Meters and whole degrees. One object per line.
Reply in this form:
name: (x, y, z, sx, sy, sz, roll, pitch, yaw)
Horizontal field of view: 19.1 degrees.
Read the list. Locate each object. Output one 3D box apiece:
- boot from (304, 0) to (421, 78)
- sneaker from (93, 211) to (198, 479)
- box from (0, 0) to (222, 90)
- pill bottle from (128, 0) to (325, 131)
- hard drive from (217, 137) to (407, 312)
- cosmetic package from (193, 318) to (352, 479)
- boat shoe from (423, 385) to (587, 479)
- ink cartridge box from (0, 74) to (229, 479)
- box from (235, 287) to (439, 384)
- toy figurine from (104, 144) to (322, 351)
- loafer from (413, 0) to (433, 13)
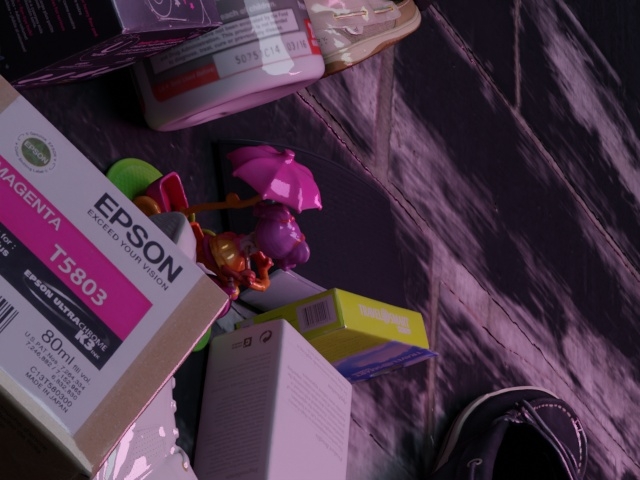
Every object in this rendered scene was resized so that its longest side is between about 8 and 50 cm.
boot: (0.021, -0.270, 1.968, 0.213, 0.077, 0.165, -38, 106, -56)
sneaker: (-0.140, 0.126, 1.403, 0.169, 0.108, 0.292, 57, 40, -30)
box: (-0.202, -0.256, 1.471, 0.163, 0.142, 0.247, -18, 90, -63)
pill bottle: (-0.113, -0.248, 1.611, 0.161, 0.161, 0.283, -18, 90, -63)
hard drive: (0.000, 0.000, 1.784, 0.254, 0.054, 0.172, 22, 54, -56)
cosmetic package: (-0.041, 0.193, 1.557, 0.117, 0.085, 0.231, 47, 38, -39)
boat shoe: (0.191, 0.258, 1.874, 0.500, 0.156, 0.187, -24, 93, -64)
ink cartridge box: (-0.202, 0.031, 1.242, 0.234, 0.088, 0.193, 44, 46, -8)
box: (0.018, 0.088, 1.702, 0.178, 0.109, 0.042, 19, 55, -57)
toy figurine: (-0.070, -0.007, 1.544, 0.173, 0.159, 0.130, 67, 27, -10)
loafer: (0.041, -0.321, 2.057, 0.223, 0.076, 0.078, 37, 12, -41)
